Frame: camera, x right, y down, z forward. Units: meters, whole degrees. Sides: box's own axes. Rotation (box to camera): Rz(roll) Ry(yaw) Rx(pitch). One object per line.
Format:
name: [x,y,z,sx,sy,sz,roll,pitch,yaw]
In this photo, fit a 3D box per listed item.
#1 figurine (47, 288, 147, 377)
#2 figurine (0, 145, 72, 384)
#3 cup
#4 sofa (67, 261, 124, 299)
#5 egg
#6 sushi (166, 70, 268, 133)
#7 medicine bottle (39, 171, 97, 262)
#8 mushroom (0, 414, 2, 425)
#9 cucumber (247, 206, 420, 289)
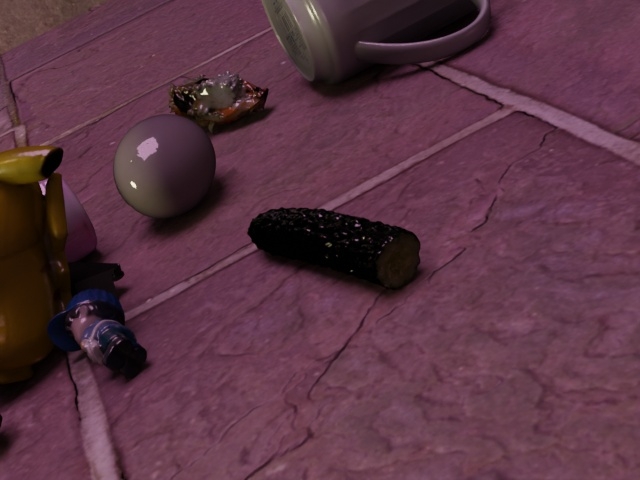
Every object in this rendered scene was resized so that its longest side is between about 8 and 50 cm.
figurine: [-0.260,0.109,1.213,0.149,0.086,0.087,22,83,52]
figurine: [-0.393,0.010,1.249,0.169,0.326,0.218,-19,21,-37]
cup: [0.104,-0.395,1.694,0.327,0.237,0.323,-29,57,-10]
sofa: [-0.337,0.070,1.386,0.147,0.060,0.085,-1,18,39]
egg: [-0.227,-0.112,1.508,0.146,0.146,0.198,-15,21,19]
sushi: [-0.196,-0.242,1.778,0.226,0.103,0.097,-1,51,43]
medicine bottle: [-0.463,0.014,1.470,0.254,0.152,0.152,-33,27,-21]
mushroom: [-0.526,0.196,1.157,0.267,0.267,0.254,-33,54,-16]
cucumber: [0.000,-0.002,1.196,0.072,0.072,0.300,-39,30,-26]
